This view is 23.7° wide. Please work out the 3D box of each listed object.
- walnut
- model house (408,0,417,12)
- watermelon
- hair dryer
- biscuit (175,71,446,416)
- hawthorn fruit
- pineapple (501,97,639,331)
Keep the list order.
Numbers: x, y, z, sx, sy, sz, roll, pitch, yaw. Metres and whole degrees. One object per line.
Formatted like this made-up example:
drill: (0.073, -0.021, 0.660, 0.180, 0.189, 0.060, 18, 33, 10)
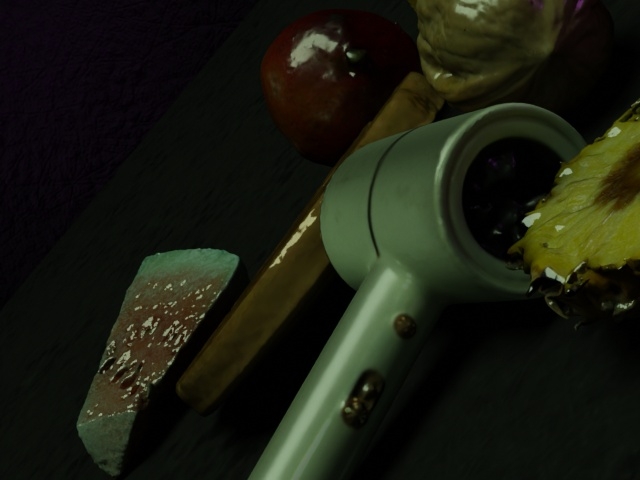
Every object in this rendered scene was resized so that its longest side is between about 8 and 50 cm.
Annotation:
walnut: (0.153, -0.164, 1.196, 0.155, 0.155, 0.184, -47, 17, 2)
model house: (0.171, -0.285, 1.448, 0.136, 0.219, 0.207, -34, -18, -21)
watermelon: (-0.155, 0.119, 1.485, 0.154, 0.094, 0.241, -14, 36, 47)
hair dryer: (0.033, 0.079, 1.016, 0.362, 0.128, 0.203, -60, 18, -15)
biscuit: (0.000, 0.000, 1.293, 0.351, 0.057, 0.312, -55, 4, -39)
hawthorn fruit: (0.021, -0.152, 1.497, 0.169, 0.169, 0.188, -48, -3, -1)
pineapple: (0.204, -0.026, 0.856, 0.225, 0.076, 0.225, -40, 18, 15)
